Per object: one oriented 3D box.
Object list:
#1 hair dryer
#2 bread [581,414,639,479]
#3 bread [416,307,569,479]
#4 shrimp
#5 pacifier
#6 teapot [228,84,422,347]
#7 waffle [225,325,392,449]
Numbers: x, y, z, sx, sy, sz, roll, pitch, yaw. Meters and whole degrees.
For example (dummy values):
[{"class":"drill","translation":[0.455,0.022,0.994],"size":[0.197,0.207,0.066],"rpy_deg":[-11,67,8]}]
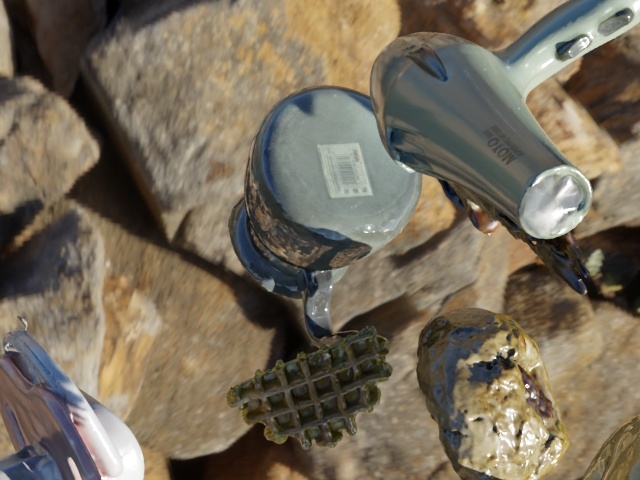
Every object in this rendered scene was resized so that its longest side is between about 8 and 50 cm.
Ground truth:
[{"class":"hair dryer","translation":[0.156,-0.097,0.810],"size":[0.267,0.229,0.092],"rpy_deg":[-25,122,14]},{"class":"bread","translation":[0.243,0.177,0.556],"size":[0.305,0.091,0.142],"rpy_deg":[19,89,15]},{"class":"bread","translation":[0.199,0.180,1.572],"size":[0.123,0.230,0.230],"rpy_deg":[-23,84,15]},{"class":"shrimp","translation":[0.143,-0.030,0.990],"size":[0.066,0.117,0.262],"rpy_deg":[-33,43,-1]},{"class":"pacifier","translation":[-0.319,0.257,1.539],"size":[0.220,0.332,0.273],"rpy_deg":[36,81,-30]},{"class":"teapot","translation":[0.013,-0.015,1.802],"size":[0.223,0.285,0.305],"rpy_deg":[-36,81,-30]},{"class":"waffle","translation":[-0.006,0.169,1.669],"size":[0.160,0.046,0.192],"rpy_deg":[34,99,-8]}]
